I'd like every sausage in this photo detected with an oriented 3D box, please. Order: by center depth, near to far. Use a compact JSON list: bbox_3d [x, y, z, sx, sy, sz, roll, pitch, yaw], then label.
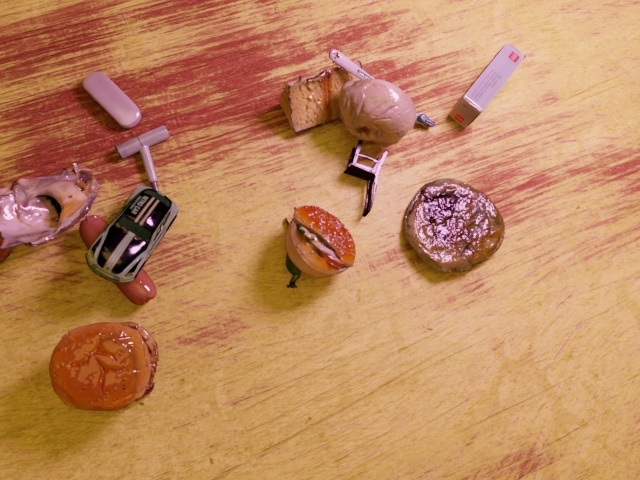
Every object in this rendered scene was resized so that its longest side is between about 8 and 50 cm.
[{"bbox_3d":[-0.552,0.055,1.352,0.086,0.086,0.289,-39,87,-14],"label":"sausage"}]

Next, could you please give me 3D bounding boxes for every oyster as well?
[{"bbox_3d":[-0.722,-0.084,1.303,0.271,0.100,0.275,5,60,-33],"label":"oyster"}]

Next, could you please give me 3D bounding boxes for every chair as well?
[{"bbox_3d":[0.122,-0.184,1.507,0.102,0.084,0.212,20,77,-8],"label":"chair"}]

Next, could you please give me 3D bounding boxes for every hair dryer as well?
[{"bbox_3d":[-0.483,-0.226,1.449,0.155,0.044,0.183,-30,89,-12],"label":"hair dryer"}]

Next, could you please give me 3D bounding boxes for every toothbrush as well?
[{"bbox_3d":[0.191,-0.455,1.518,0.418,0.040,0.042,27,89,-25],"label":"toothbrush"}]

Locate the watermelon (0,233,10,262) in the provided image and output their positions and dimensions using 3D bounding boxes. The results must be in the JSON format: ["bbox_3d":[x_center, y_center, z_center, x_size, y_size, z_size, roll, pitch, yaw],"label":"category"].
[{"bbox_3d":[-0.923,-0.006,1.308,0.231,0.128,0.146,-38,69,-12],"label":"watermelon"}]

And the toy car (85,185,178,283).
[{"bbox_3d":[-0.484,-0.032,1.313,0.136,0.125,0.305,33,46,-13],"label":"toy car"}]

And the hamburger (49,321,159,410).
[{"bbox_3d":[-0.539,0.317,1.260,0.245,0.163,0.244,2,76,-9],"label":"hamburger"}]

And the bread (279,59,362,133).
[{"bbox_3d":[0.007,-0.446,1.527,0.266,0.142,0.178,-23,121,-17],"label":"bread"}]

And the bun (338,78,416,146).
[{"bbox_3d":[0.158,-0.368,1.476,0.244,0.244,0.153,26,83,-3],"label":"bun"}]

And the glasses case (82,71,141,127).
[{"bbox_3d":[-0.610,-0.412,1.457,0.197,0.049,0.076,44,75,2],"label":"glasses case"}]

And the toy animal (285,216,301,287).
[{"bbox_3d":[-0.065,0.034,1.456,0.075,0.041,0.216,0,74,-7],"label":"toy animal"}]

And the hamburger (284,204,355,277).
[{"bbox_3d":[0.004,0.002,1.388,0.237,0.147,0.236,31,36,-26],"label":"hamburger"}]

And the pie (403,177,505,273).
[{"bbox_3d":[0.407,-0.052,1.530,0.324,0.070,0.322,2,77,-8],"label":"pie"}]

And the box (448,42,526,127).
[{"bbox_3d":[0.536,-0.500,1.607,0.079,0.135,0.269,39,75,1],"label":"box"}]
